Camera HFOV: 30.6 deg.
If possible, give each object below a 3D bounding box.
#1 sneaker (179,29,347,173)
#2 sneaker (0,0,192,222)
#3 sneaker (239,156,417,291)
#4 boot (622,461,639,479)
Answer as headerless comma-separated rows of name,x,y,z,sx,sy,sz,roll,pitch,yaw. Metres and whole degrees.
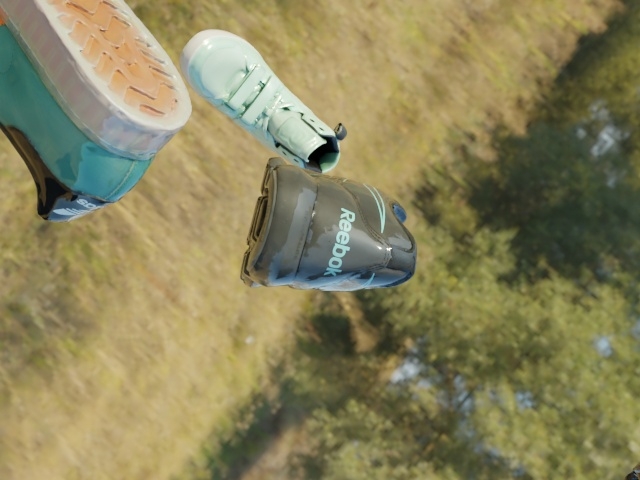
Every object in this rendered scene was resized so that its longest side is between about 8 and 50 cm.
sneaker,-0.064,-0.176,1.514,0.094,0.151,0.256,-53,139,2
sneaker,-0.202,-0.145,0.711,0.121,0.302,0.108,-44,160,29
sneaker,0.000,0.000,0.837,0.267,0.106,0.101,-126,-131,-82
boot,0.411,0.045,0.849,0.445,0.146,0.367,-31,143,-18
